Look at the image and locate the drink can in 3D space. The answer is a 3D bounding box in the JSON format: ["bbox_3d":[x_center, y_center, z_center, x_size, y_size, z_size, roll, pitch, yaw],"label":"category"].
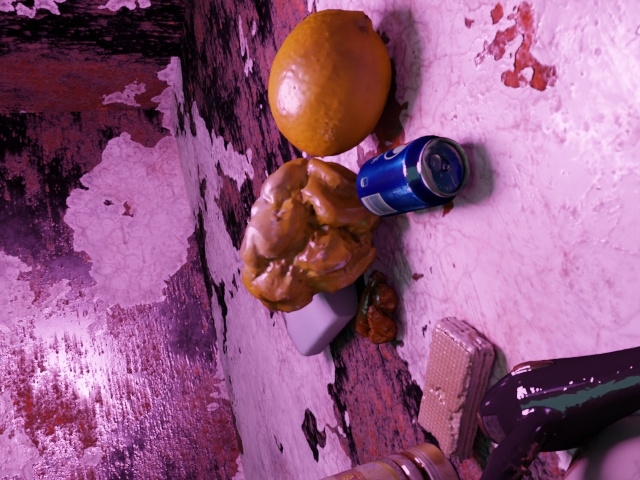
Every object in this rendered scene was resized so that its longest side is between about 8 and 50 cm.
[{"bbox_3d":[0.152,-0.106,0.876,0.205,0.118,0.118,-8,90,65],"label":"drink can"}]

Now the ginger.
[{"bbox_3d":[0.117,0.150,1.081,0.103,0.073,0.162,40,132,55],"label":"ginger"}]

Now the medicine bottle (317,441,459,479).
[{"bbox_3d":[0.088,0.496,0.947,0.151,0.323,0.151,171,90,-66],"label":"medicine bottle"}]

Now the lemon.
[{"bbox_3d":[0.017,-0.294,0.984,0.263,0.236,0.236,-60,34,8],"label":"lemon"}]

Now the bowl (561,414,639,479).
[{"bbox_3d":[0.351,0.371,0.536,0.337,0.158,0.337,28,122,60],"label":"bowl"}]

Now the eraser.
[{"bbox_3d":[-0.009,0.167,1.330,0.290,0.104,0.189,121,140,-54],"label":"eraser"}]

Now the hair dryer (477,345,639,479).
[{"bbox_3d":[0.234,0.234,0.543,0.120,0.359,0.304,55,141,6],"label":"hair dryer"}]

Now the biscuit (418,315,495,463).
[{"bbox_3d":[0.229,0.256,0.883,0.108,0.062,0.238,-139,46,-55],"label":"biscuit"}]

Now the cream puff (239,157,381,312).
[{"bbox_3d":[0.000,0.002,1.072,0.291,0.257,0.324,54,-127,-64],"label":"cream puff"}]
